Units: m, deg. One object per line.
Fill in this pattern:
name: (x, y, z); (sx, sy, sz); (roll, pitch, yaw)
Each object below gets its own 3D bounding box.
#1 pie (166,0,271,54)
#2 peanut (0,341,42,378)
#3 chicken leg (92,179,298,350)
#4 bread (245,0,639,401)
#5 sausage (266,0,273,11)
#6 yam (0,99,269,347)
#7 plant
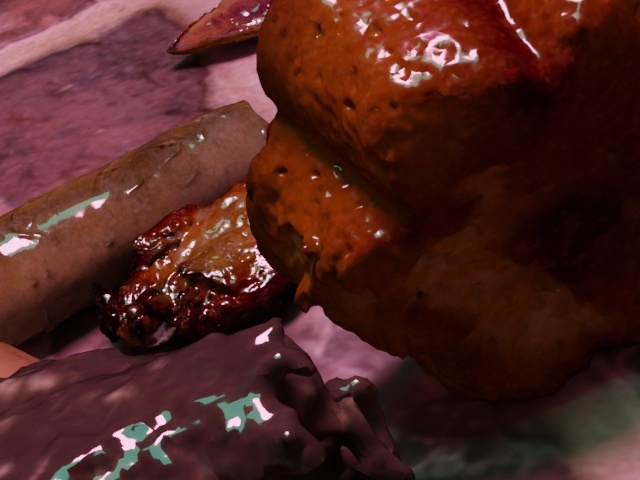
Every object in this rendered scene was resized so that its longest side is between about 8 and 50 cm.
pie: (-0.032, -0.180, 1.242); (0.092, 0.034, 0.170); (0, 35, 34)
peanut: (-0.150, 0.091, 0.839); (0.152, 0.076, 0.076); (19, 47, 41)
chicken leg: (0.000, 0.000, 0.927); (0.253, 0.051, 0.106); (-15, 37, 5)
bread: (0.081, -0.038, 0.777); (0.232, 0.247, 0.135); (-32, 44, 1)
sausage: (0.005, -0.126, 1.127); (0.050, 0.048, 0.145); (-28, 34, -5)
yam: (-0.178, 0.028, 0.956); (0.371, 0.083, 0.083); (-33, 34, -23)
plant: (-0.047, 0.134, 0.617); (0.234, 0.178, 0.204); (4, 36, 42)
